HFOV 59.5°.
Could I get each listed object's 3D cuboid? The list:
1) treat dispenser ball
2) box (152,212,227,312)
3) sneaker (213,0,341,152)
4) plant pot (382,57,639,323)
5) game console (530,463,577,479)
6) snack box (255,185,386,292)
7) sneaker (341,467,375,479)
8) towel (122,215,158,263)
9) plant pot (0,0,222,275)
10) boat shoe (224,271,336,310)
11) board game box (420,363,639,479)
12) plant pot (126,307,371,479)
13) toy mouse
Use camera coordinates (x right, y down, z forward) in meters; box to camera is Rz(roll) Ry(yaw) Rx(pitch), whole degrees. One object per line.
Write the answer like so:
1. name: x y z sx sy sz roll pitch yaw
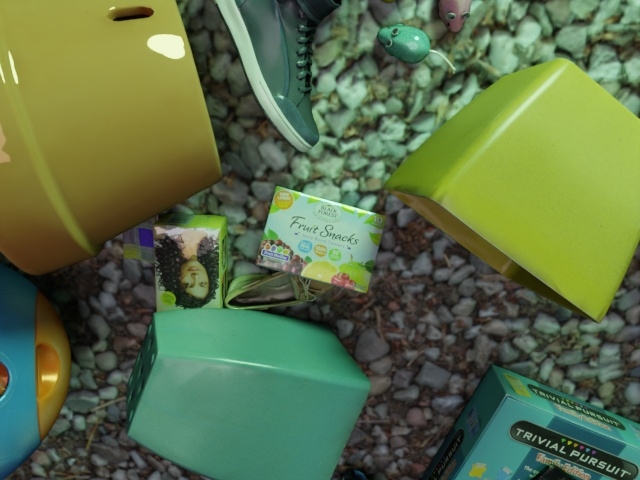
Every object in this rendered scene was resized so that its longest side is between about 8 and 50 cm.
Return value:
1. treat dispenser ball: -0.445 0.156 0.645 0.288 0.288 0.288 0 109 1
2. box: -0.167 0.084 0.735 0.087 0.058 0.232 2 109 1
3. sneaker: -0.007 -0.222 0.607 0.163 0.086 0.226 -20 106 15
4. plant pot: 0.223 -0.069 0.607 0.212 0.212 0.187 34 94 -10
5. game console: 0.307 0.376 0.732 0.107 0.071 0.122 37 105 -10
6. snack box: 0.000 0.000 0.696 0.141 0.037 0.100 15 84 -4
7. sneaker: 0.010 0.395 0.837 0.216 0.079 0.121 6 93 6
8. towel: -0.233 -0.012 0.720 0.060 0.009 0.083 10 111 20
9. plant pot: -0.223 -0.133 0.564 0.203 0.291 0.291 -17 108 -10
10. boat shoe: -0.048 0.063 0.730 0.152 0.048 0.056 -7 109 4
11. board game box: 0.287 0.375 0.812 0.253 0.079 0.336 23 108 -6
12. plant pot: -0.100 0.179 0.666 0.234 0.165 0.166 18 101 -23
13. toy mouse: 0.121 -0.250 0.628 0.161 0.031 0.143 -27 106 10
